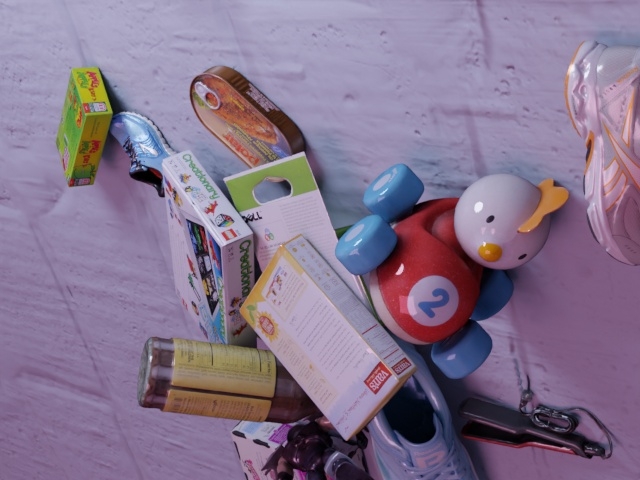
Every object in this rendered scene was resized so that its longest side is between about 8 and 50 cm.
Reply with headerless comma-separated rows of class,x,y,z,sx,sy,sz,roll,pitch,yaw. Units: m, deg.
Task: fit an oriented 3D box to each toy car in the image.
toy car,0.184,0.003,1.467,0.219,0.210,0.238,47,131,-15

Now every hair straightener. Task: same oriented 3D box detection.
hair straightener,0.286,0.248,1.688,0.230,0.047,0.089,12,130,38

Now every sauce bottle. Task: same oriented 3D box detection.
sauce bottle,-0.094,0.215,1.844,0.344,0.111,0.111,11,145,-16

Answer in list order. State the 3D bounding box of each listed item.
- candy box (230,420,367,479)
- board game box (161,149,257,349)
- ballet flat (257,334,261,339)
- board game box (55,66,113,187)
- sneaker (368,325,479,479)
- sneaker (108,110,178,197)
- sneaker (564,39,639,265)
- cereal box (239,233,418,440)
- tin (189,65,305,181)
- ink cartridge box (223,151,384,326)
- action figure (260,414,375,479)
candy box,-0.028,0.387,2.097,0.233,0.071,0.159,13,131,36
board game box,-0.163,0.038,1.865,0.193,0.053,0.305,52,155,34
ballet flat,-0.010,0.148,1.876,0.231,0.077,0.077,8,143,38
board game box,-0.366,-0.173,1.929,0.092,0.043,0.181,68,151,27
sneaker,0.135,0.291,1.760,0.366,0.135,0.150,62,-178,-17
sneaker,-0.265,-0.128,1.877,0.162,0.073,0.063,43,142,11
sneaker,0.341,-0.084,1.309,0.121,0.099,0.262,3,125,38
cereal box,0.005,0.132,1.676,0.240,0.047,0.173,49,139,13
tin,-0.100,-0.161,1.720,0.189,0.040,0.106,43,138,7
ink cartridge box,0.000,0.000,1.716,0.189,0.097,0.255,-13,102,49
action figure,0.004,0.347,1.903,0.099,0.185,0.285,33,-177,-21
